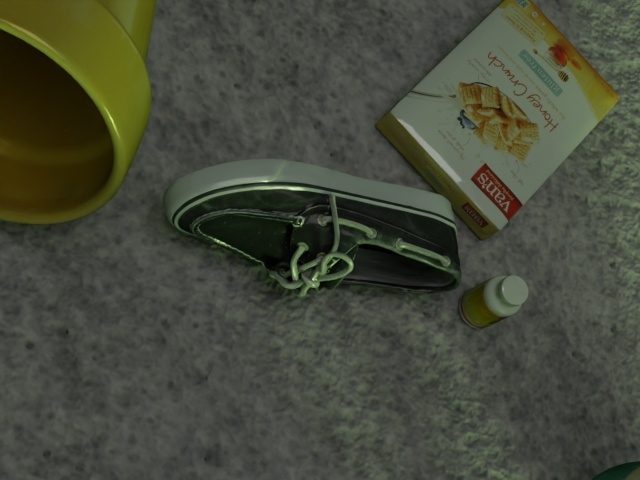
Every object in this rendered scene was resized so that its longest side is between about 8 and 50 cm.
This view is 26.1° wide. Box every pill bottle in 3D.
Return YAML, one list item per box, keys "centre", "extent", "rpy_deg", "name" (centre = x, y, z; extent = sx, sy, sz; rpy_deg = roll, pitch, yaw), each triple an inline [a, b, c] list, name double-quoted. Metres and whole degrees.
- centre: [0.177, 0.061, 1.405]
  extent: [0.043, 0.083, 0.043]
  rpy_deg: [7, 71, -21]
  name: "pill bottle"

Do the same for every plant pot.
- centre: [-0.253, -0.183, 1.223]
  extent: [0.254, 0.254, 0.239]
  rpy_deg: [29, 50, -12]
  name: "plant pot"

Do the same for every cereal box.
- centre: [0.195, -0.140, 1.496]
  extent: [0.173, 0.047, 0.240]
  rpy_deg: [46, 62, -4]
  name: "cereal box"

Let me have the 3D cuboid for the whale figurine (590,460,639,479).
- centre: [0.331, 0.344, 1.373]
  extent: [0.216, 0.141, 0.272]
  rpy_deg: [-46, 118, -33]
  name: "whale figurine"

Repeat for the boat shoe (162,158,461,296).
- centre: [-0.002, 0.002, 1.332]
  extent: [0.306, 0.113, 0.105]
  rpy_deg: [11, 55, -29]
  name: "boat shoe"
